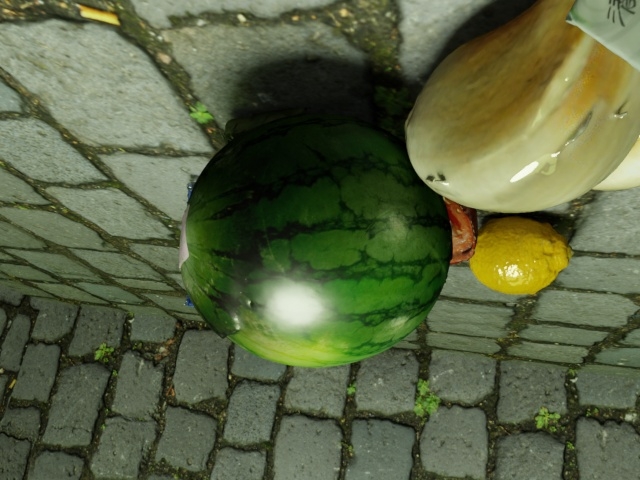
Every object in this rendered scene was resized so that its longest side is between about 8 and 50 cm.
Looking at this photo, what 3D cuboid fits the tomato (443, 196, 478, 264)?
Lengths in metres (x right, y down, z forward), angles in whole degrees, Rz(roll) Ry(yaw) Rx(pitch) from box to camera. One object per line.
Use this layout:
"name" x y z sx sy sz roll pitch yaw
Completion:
"tomato" 0.162 -0.055 0.959 0.228 0.101 0.228 15 149 9

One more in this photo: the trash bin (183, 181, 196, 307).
"trash bin" -0.190 0.015 1.117 0.184 0.234 0.162 12 161 -9

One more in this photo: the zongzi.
"zongzi" -0.085 -0.170 0.829 0.109 0.055 0.119 13 150 -11

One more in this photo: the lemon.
"lemon" 0.353 0.027 1.027 0.187 0.142 0.142 -3 157 37

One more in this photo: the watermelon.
"watermelon" 0.000 0.000 0.756 0.363 0.363 0.363 9 161 3

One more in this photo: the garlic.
"garlic" 0.239 -0.139 0.572 0.249 0.286 0.313 54 152 7

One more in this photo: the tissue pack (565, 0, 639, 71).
"tissue pack" 0.241 -0.208 0.304 0.159 0.145 0.229 -15 143 -44
